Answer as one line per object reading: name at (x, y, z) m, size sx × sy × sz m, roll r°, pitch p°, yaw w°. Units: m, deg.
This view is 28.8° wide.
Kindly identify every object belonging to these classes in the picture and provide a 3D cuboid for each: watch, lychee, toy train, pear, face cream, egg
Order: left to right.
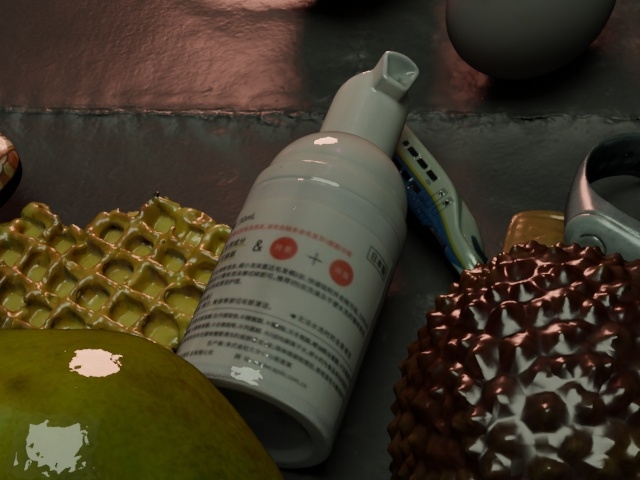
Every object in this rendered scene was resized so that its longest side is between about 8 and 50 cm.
pear at (-0.160, 0.201, 0.864) m, size 0.321 × 0.269 × 0.269 m, roll 31°, pitch 59°, yaw 9°
face cream at (0.000, 0.000, 1.061) m, size 0.145 × 0.145 × 0.369 m, roll 12°, pitch 56°, yaw 17°
toy train at (0.108, -0.028, 1.134) m, size 0.051 × 0.052 × 0.234 m, roll -37°, pitch 52°, yaw 4°
egg at (0.213, -0.241, 1.241) m, size 0.199 × 0.146 × 0.146 m, roll -29°, pitch 52°, yaw -24°
lychee at (0.162, 0.140, 0.856) m, size 0.268 × 0.267 × 0.267 m, roll -4°, pitch 50°, yaw 5°
watch at (0.314, -0.014, 1.071) m, size 0.206 × 0.068 × 0.193 m, roll 29°, pitch 44°, yaw 21°

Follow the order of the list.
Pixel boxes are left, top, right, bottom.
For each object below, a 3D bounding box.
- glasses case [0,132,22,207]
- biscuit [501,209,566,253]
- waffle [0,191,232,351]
glasses case at (-0.431, -0.084, 1.231) m, size 0.321 × 0.082 × 0.122 m, roll 17°, pitch 49°, yaw 30°
biscuit at (0.234, 0.049, 1.074) m, size 0.142 × 0.029 × 0.220 m, roll -18°, pitch 50°, yaw -8°
waffle at (-0.196, 0.039, 1.125) m, size 0.253 × 0.056 × 0.249 m, roll -24°, pitch 51°, yaw -9°
